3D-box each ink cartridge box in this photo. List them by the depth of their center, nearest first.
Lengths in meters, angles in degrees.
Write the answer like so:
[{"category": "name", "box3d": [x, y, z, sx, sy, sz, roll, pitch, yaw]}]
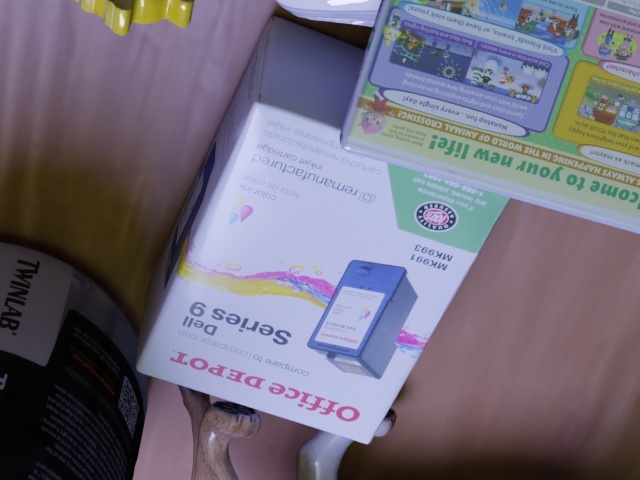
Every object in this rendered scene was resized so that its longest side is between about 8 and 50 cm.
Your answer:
[{"category": "ink cartridge box", "box3d": [0.000, 0.000, 1.108, 0.154, 0.093, 0.212, 20, 128, -11]}]

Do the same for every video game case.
[{"category": "video game case", "box3d": [0.137, -0.109, 0.979, 0.212, 0.023, 0.193, 15, 110, -6]}]

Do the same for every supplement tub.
[{"category": "supplement tub", "box3d": [-0.219, 0.173, 1.103, 0.207, 0.338, 0.207, 2, 127, 3]}]

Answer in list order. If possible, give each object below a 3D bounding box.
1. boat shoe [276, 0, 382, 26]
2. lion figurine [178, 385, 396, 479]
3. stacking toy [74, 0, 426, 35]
[{"category": "boat shoe", "box3d": [0.065, -0.128, 1.029, 0.184, 0.066, 0.063, -5, 126, -4]}, {"category": "lion figurine", "box3d": [0.056, 0.245, 1.195, 0.392, 0.142, 0.240, 20, 105, 21]}, {"category": "stacking toy", "box3d": [0.003, -0.178, 0.856, 0.221, 0.052, 0.167, -9, 143, -22]}]
